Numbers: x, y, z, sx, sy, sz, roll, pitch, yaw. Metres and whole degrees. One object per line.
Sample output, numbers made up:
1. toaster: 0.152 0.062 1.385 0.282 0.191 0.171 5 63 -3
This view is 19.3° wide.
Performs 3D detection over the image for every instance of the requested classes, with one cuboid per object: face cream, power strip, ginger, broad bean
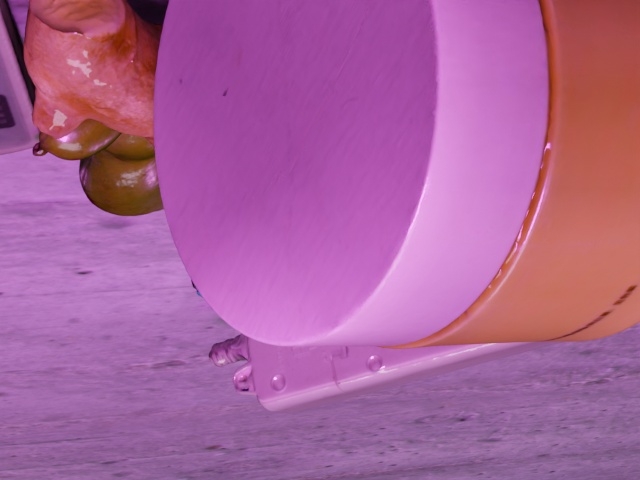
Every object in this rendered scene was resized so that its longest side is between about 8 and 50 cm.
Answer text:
1. face cream: 0.055 -0.060 0.862 0.179 0.218 0.218 1 159 -36
2. power strip: 0.069 0.056 1.448 0.338 0.098 0.058 -16 165 19
3. ginger: -0.043 -0.078 0.995 0.299 0.065 0.118 16 119 -47
4. broad bean: -0.111 -0.049 1.080 0.070 0.048 0.213 -39 166 1

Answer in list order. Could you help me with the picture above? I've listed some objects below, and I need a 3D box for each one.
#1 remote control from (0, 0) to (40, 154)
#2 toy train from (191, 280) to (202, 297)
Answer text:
1. remote control: -0.206 -0.100 0.886 0.123 0.038 0.285 -8 163 -5
2. toy train: 0.000 0.000 1.225 0.154 0.107 0.198 -8 165 17
